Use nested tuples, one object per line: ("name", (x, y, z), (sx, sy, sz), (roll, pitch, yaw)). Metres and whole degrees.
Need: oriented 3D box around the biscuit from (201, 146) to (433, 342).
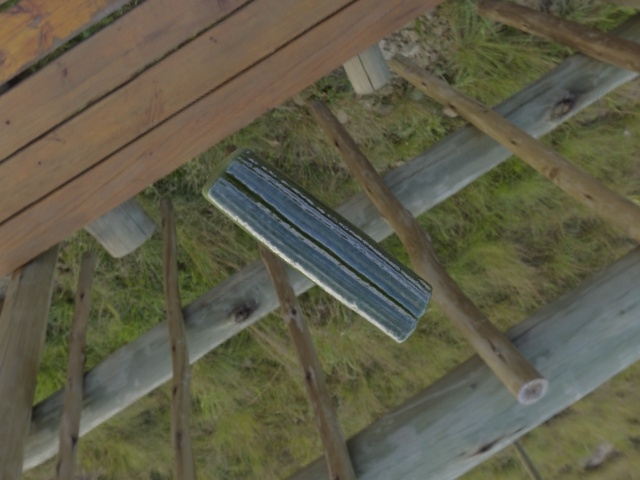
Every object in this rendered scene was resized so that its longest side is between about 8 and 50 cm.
("biscuit", (0.000, 0.000, 0.725), (0.322, 0.038, 0.099), (38, 67, -3))
